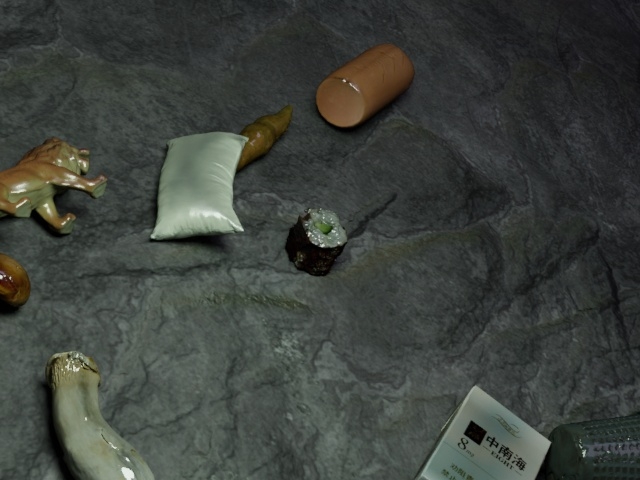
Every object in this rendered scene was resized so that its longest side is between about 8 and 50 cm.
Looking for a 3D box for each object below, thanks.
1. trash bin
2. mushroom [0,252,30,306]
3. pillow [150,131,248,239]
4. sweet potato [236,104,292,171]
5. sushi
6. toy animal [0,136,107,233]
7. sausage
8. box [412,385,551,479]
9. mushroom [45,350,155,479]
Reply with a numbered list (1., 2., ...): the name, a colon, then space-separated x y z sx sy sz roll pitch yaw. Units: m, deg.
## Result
1. trash bin: 0.441 0.351 1.762 0.161 0.175 0.175 3 44 -17
2. mushroom: -0.433 0.065 1.515 0.088 0.073 0.129 57 31 -28
3. pillow: -0.192 -0.090 1.851 0.144 0.078 0.254 2 41 -2
4. sweet potato: -0.122 -0.176 2.032 0.067 0.067 0.274 37 41 7
5. sushi: -0.001 0.000 1.896 0.098 0.084 0.094 6 46 -27
6. toy animal: -0.440 -0.072 1.666 0.157 0.097 0.312 35 37 25
7. sausage: 0.098 -0.321 2.311 0.121 0.121 0.304 38 34 7
8. box: 0.238 0.341 1.690 0.155 0.067 0.243 39 37 6
9. mushroom: -0.287 0.236 1.417 0.092 0.081 0.223 -21 57 -27
